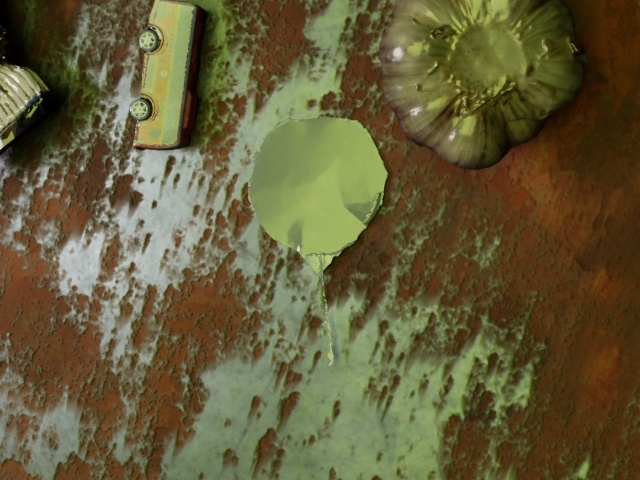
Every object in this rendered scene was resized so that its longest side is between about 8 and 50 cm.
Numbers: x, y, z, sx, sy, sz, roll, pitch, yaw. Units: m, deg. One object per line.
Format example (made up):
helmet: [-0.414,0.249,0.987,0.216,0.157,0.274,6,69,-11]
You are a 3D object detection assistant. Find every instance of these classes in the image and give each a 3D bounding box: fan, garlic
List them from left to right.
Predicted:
fan: [0.000,0.000,1.734,0.182,0.010,0.310,-4,87,17]
garlic: [0.179,-0.205,1.608,0.244,0.160,0.245,0,94,-4]

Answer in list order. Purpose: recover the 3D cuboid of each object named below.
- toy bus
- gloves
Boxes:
toy bus: [-0.191,-0.206,1.760,0.077,0.065,0.192,8,94,9]
gloves: [-0.472,-0.246,1.800,0.210,0.135,0.312,-45,73,32]
